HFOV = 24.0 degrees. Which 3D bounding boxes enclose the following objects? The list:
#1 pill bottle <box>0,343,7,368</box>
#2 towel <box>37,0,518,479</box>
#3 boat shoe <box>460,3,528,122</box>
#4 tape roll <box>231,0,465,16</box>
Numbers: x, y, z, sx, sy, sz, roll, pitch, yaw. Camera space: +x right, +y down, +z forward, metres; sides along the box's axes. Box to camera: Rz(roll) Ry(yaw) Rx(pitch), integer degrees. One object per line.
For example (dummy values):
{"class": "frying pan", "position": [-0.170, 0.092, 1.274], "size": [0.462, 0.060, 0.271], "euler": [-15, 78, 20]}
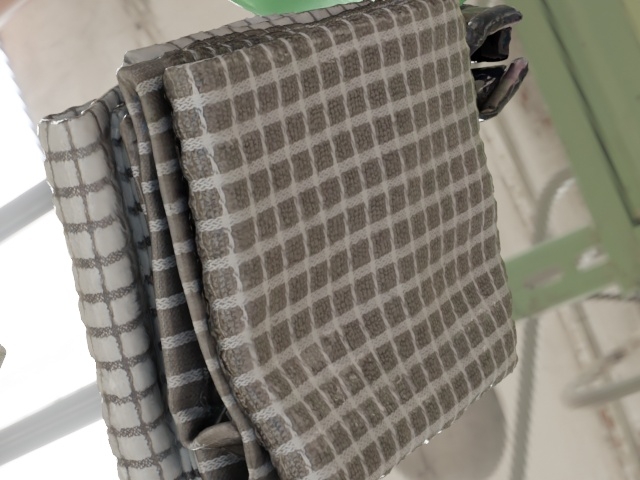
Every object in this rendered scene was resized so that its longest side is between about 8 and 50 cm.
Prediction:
{"class": "pill bottle", "position": [-0.405, 0.199, 1.373], "size": [0.162, 0.162, 0.278], "euler": [27, -91, -37]}
{"class": "towel", "position": [0.000, 0.000, 0.777], "size": [0.283, 0.121, 0.235], "euler": [-29, -68, -55]}
{"class": "boat shoe", "position": [0.036, -0.116, 1.223], "size": [0.340, 0.158, 0.127], "euler": [-42, -52, -41]}
{"class": "tape roll", "position": [0.001, -0.287, 0.986], "size": [0.321, 0.077, 0.321], "euler": [15, -120, -28]}
